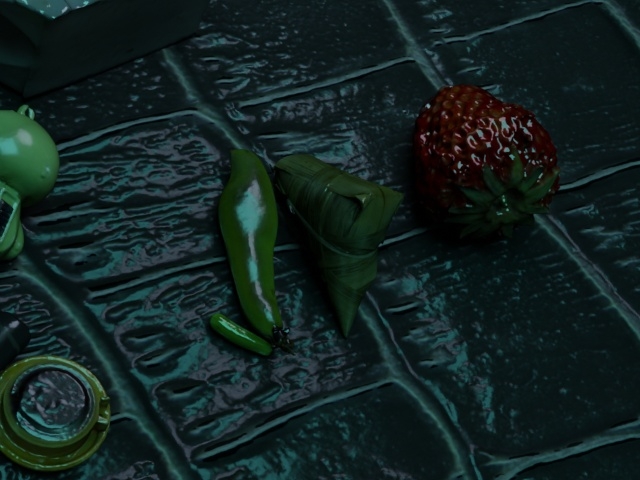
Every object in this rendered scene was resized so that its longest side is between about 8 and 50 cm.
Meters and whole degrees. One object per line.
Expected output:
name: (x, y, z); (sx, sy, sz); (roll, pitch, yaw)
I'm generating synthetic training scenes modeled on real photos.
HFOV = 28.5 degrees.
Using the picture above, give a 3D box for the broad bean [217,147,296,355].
broad bean: (-0.084, 0.018, 1.630); (0.075, 0.067, 0.325); (-19, 64, 14)

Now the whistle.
whistle: (-0.415, -0.039, 1.512); (0.141, 0.141, 0.294); (29, 72, -3)

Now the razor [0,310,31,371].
razor: (-0.402, 0.140, 1.421); (0.090, 0.054, 0.148); (9, 48, 33)

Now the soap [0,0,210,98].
soap: (-0.379, -0.441, 1.694); (0.350, 0.213, 0.435); (-33, 77, -31)

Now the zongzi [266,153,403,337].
zongzi: (-0.003, -0.001, 1.681); (0.094, 0.204, 0.205); (-6, 24, -43)

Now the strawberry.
strawberry: (0.212, -0.128, 1.763); (0.205, 0.205, 0.244); (-2, 47, -23)

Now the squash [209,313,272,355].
squash: (-0.100, 0.120, 1.581); (0.089, 0.027, 0.027); (29, 54, -4)

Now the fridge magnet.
fridge magnet: (-0.309, 0.193, 1.432); (0.143, 0.063, 0.143); (11, 55, -16)
